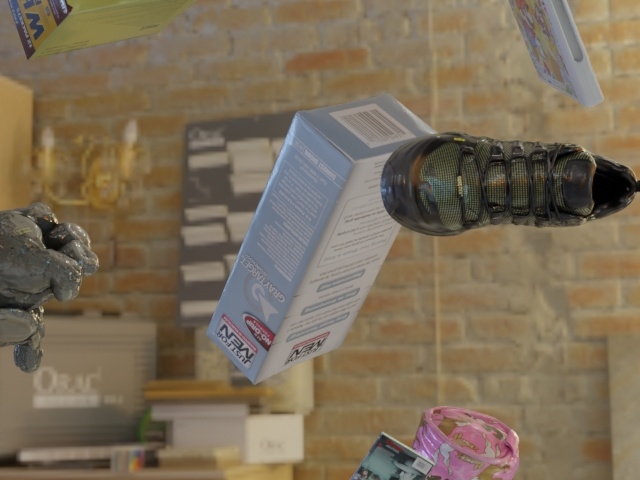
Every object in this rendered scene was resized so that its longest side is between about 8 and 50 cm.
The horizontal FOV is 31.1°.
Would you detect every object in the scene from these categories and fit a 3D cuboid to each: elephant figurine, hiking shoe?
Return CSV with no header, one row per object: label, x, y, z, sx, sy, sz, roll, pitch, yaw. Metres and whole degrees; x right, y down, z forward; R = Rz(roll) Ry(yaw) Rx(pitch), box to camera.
elephant figurine,-0.410,0.078,1.488,0.186,0.239,0.169,38,22,-10
hiking shoe,0.156,-0.050,0.899,0.227,0.086,0.114,-3,-4,-31

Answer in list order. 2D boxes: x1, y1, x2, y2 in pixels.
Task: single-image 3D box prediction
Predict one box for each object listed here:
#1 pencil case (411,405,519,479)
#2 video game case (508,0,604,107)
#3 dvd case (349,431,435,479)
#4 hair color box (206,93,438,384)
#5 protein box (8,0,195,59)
pencil case,0.188,0.455,1.840,0.167,0.386,0.160,8,19,-23
video game case,0.258,-0.270,1.354,0.026,0.206,0.227,-24,16,4
dvd case,0.088,0.332,1.572,0.087,0.119,0.013,31,9,-6
hair color box,0.000,0.000,1.514,0.113,0.374,0.185,42,37,26
protein box,-0.282,-0.342,1.480,0.200,0.136,0.201,-19,1,-29
